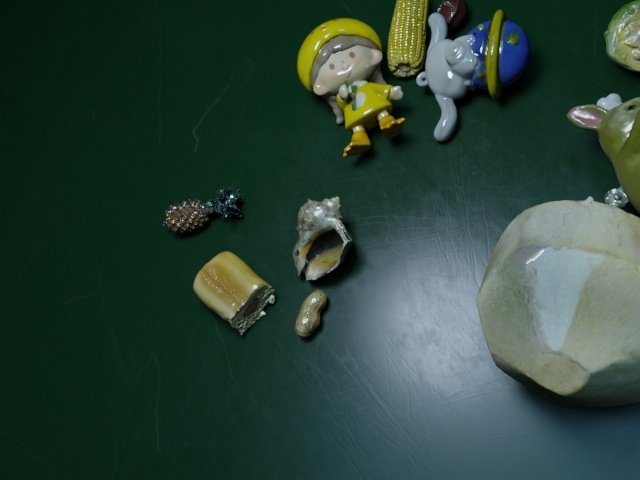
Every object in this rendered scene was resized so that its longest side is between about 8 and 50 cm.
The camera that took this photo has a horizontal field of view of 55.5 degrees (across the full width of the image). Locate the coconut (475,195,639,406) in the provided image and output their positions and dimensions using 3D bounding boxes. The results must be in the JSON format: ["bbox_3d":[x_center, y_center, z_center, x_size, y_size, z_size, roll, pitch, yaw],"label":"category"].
[{"bbox_3d":[0.431,0.112,1.014,0.353,0.352,0.352,-8,65,18],"label":"coconut"}]

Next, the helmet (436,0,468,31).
[{"bbox_3d":[0.328,-0.549,1.497,0.089,0.057,0.111,36,105,63],"label":"helmet"}]

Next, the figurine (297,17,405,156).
[{"bbox_3d":[0.070,-0.373,1.458,0.215,0.187,0.343,-20,68,3],"label":"figurine"}]

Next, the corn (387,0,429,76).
[{"bbox_3d":[0.217,-0.519,1.507,0.094,0.093,0.244,-1,67,21],"label":"corn"}]

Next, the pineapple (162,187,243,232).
[{"bbox_3d":[-0.298,-0.071,1.518,0.222,0.103,0.083,-16,97,14],"label":"pineapple"}]

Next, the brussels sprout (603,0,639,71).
[{"bbox_3d":[0.673,-0.424,1.271,0.149,0.122,0.151,-19,97,21],"label":"brussels sprout"}]

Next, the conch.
[{"bbox_3d":[0.000,0.000,1.346,0.207,0.130,0.155,-62,29,8],"label":"conch"}]

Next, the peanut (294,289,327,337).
[{"bbox_3d":[-0.021,0.160,1.332,0.054,0.054,0.113,15,74,27],"label":"peanut"}]

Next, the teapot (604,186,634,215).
[{"bbox_3d":[0.575,-0.070,1.174,0.057,0.083,0.067,15,76,31],"label":"teapot"}]

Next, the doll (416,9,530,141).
[{"bbox_3d":[0.333,-0.375,1.357,0.243,0.159,0.310,10,87,14],"label":"doll"}]

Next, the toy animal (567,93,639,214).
[{"bbox_3d":[0.605,-0.192,1.115,0.180,0.181,0.362,123,143,-45],"label":"toy animal"}]

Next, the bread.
[{"bbox_3d":[-0.200,0.114,1.402,0.173,0.085,0.134,40,90,29],"label":"bread"}]
